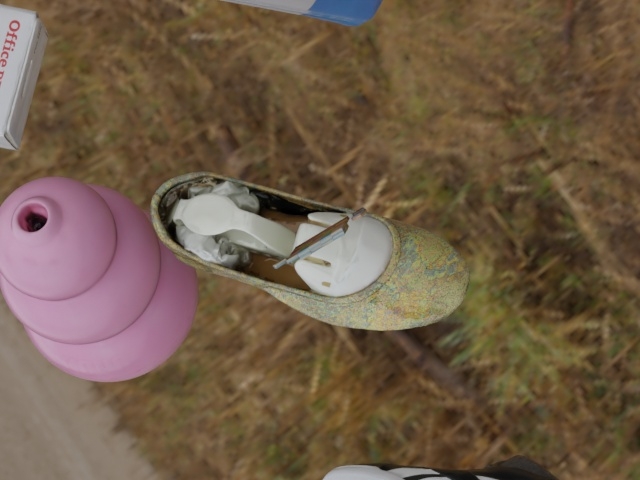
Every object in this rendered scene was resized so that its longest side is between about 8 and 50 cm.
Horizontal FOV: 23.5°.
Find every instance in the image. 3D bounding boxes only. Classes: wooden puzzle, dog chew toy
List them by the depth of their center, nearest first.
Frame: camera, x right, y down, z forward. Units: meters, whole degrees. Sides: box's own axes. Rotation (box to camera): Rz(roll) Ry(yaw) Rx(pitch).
[{"bbox_3d":[0.000,0.000,1.172,0.083,0.049,0.006,-31,97,12],"label":"wooden puzzle"},{"bbox_3d":[-0.256,0.032,1.684,0.206,0.206,0.332,38,171,20],"label":"dog chew toy"}]

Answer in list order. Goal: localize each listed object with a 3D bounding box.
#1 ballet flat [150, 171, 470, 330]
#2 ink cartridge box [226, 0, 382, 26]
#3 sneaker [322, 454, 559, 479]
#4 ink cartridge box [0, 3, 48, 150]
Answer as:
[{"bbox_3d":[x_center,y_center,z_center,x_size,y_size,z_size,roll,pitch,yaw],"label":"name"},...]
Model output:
[{"bbox_3d":[-0.025,0.005,1.520,0.348,0.123,0.123,15,126,30],"label":"ballet flat"},{"bbox_3d":[-0.120,-0.212,0.496,0.285,0.395,0.166,32,104,12],"label":"ink cartridge box"},{"bbox_3d":[0.118,0.231,1.370,0.217,0.121,0.079,8,109,32],"label":"sneaker"},{"bbox_3d":[-0.281,-0.130,1.147,0.135,0.099,0.056,13,169,2],"label":"ink cartridge box"}]
